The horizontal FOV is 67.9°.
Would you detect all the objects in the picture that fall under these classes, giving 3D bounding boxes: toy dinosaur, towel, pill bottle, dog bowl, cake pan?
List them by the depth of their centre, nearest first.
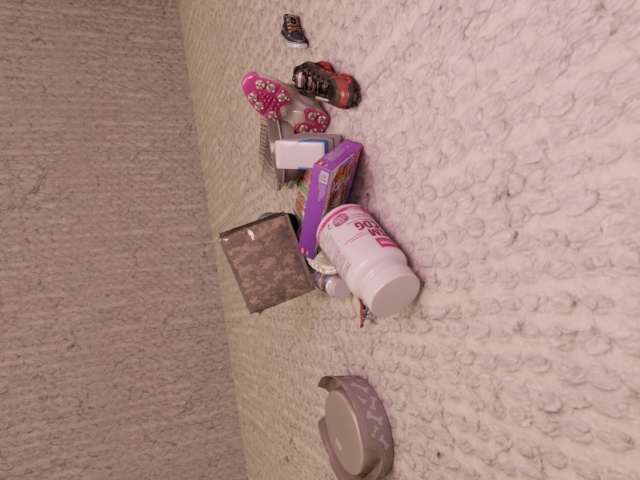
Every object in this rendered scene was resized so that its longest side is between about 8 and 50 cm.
[{"bbox_3d":[0.116,0.046,1.194,0.283,0.160,0.160,55,144,43],"label":"pill bottle"},{"bbox_3d":[0.120,0.209,1.356,0.082,0.090,0.047,-60,14,5],"label":"toy dinosaur"},{"bbox_3d":[0.100,0.578,1.457,0.349,0.102,0.348,173,90,-67],"label":"dog bowl"},{"bbox_3d":[0.039,0.135,1.497,0.137,0.078,0.078,-157,62,-63],"label":"pill bottle"},{"bbox_3d":[-0.129,-0.329,1.599,0.293,0.054,0.293,171,90,-79],"label":"cake pan"},{"bbox_3d":[-0.205,-0.390,1.885,0.324,0.056,0.312,-125,35,-60],"label":"towel"}]

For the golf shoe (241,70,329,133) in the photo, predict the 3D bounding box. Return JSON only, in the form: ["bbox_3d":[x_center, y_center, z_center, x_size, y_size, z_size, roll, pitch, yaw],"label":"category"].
[{"bbox_3d":[-0.111,-0.426,1.431,0.115,0.306,0.140,-39,48,29],"label":"golf shoe"}]

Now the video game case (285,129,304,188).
[{"bbox_3d":[-0.086,-0.327,1.667,0.285,0.025,0.204,138,127,-66],"label":"video game case"}]

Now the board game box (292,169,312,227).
[{"bbox_3d":[-0.048,-0.145,1.674,0.259,0.039,0.124,108,147,-48],"label":"board game box"}]

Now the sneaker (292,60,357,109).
[{"bbox_3d":[0.002,-0.442,1.351,0.276,0.135,0.097,52,140,47],"label":"sneaker"}]

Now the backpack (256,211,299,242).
[{"bbox_3d":[-0.169,0.019,1.746,0.191,0.225,0.253,7,102,21],"label":"backpack"}]

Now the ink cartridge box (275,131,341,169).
[{"bbox_3d":[-0.029,-0.258,1.358,0.191,0.140,0.082,-45,-43,-65],"label":"ink cartridge box"}]

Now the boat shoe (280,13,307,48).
[{"bbox_3d":[-0.091,-0.693,1.571,0.183,0.065,0.083,-125,34,-48],"label":"boat shoe"}]

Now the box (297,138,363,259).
[{"bbox_3d":[0.025,-0.113,1.325,0.057,0.201,0.293,25,128,16],"label":"box"}]

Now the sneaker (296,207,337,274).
[{"bbox_3d":[0.000,0.000,1.501,0.292,0.110,0.118,-127,32,-47],"label":"sneaker"}]

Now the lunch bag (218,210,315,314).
[{"bbox_3d":[-0.170,0.076,1.544,0.169,0.235,0.287,-147,37,-77],"label":"lunch bag"}]
